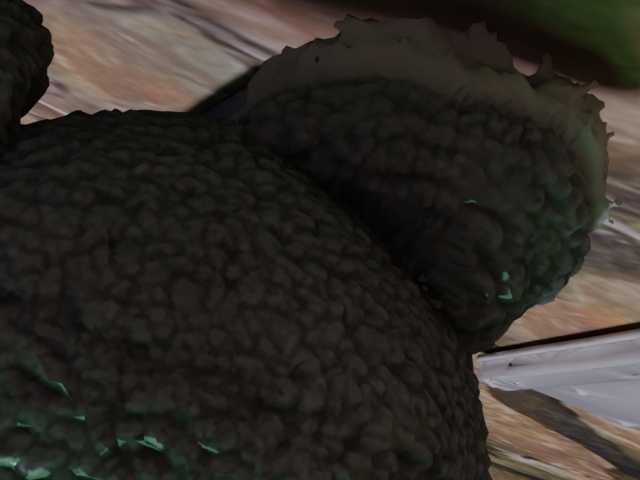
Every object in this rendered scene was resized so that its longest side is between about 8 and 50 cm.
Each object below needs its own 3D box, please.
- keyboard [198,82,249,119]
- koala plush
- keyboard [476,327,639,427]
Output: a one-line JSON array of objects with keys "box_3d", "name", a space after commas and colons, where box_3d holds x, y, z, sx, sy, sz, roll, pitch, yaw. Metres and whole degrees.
[{"box_3d": [0.000, 0.000, 0.563, 0.100, 0.038, 0.192, 22, 172, -11], "name": "keyboard"}, {"box_3d": [-0.068, 0.019, 0.369, 0.221, 0.196, 0.203, 23, 161, 6], "name": "koala plush"}, {"box_3d": [0.118, 0.049, 0.686, 0.072, 0.014, 0.256, 16, 172, -8], "name": "keyboard"}]
